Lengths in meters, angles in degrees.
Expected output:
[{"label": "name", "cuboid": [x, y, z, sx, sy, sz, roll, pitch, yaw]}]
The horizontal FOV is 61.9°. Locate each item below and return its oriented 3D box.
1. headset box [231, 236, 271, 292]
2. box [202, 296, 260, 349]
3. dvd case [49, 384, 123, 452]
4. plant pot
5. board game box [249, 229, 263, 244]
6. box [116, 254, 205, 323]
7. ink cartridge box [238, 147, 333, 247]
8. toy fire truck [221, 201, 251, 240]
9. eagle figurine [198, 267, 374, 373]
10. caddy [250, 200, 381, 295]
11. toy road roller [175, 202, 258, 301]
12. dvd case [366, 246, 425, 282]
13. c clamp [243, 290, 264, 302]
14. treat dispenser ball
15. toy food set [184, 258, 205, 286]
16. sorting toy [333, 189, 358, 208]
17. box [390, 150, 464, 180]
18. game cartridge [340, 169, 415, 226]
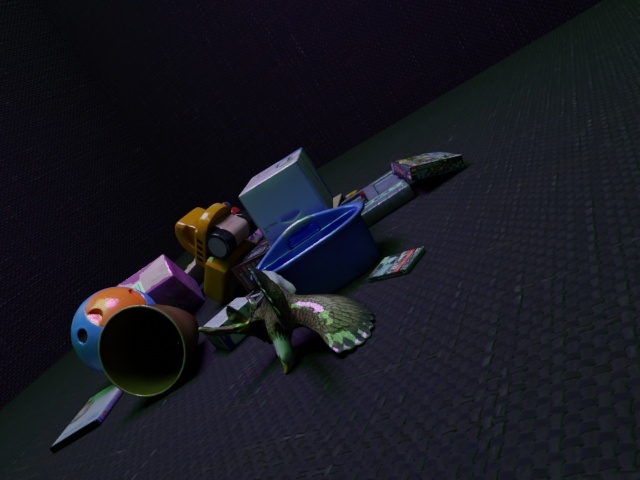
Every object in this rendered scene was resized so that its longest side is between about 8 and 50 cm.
[{"label": "headset box", "cuboid": [-0.139, 0.043, 1.763, 0.293, 0.110, 0.218, -25, 16, 37]}, {"label": "box", "cuboid": [-0.232, 0.220, 1.428, 0.137, 0.072, 0.126, -42, 14, -27]}, {"label": "dvd case", "cuboid": [-0.683, 0.513, 1.608, 0.180, 0.022, 0.253, -32, 13, 11]}, {"label": "plant pot", "cuboid": [-0.435, 0.277, 1.476, 0.237, 0.237, 0.254, -33, -3, 9]}, {"label": "board game box", "cuboid": [-0.196, -0.054, 2.240, 0.347, 0.056, 0.208, -47, -4, -45]}, {"label": "box", "cuboid": [-0.602, 0.204, 2.030, 0.213, 0.243, 0.117, -35, 56, -1]}, {"label": "ink cartridge box", "cuboid": [-0.091, -0.127, 1.580, 0.198, 0.197, 0.270, -30, 14, 9]}, {"label": "toy fire truck", "cuboid": [-0.392, -0.043, 2.384, 0.169, 0.254, 0.302, -44, 12, -37]}, {"label": "eagle figurine", "cuboid": [-0.063, 0.145, 1.044, 0.226, 0.225, 0.298, -32, -3, -41]}, {"label": "caddy", "cuboid": [-0.016, 0.028, 1.352, 0.341, 0.179, 0.241, -34, 13, 2]}, {"label": "toy road roller", "cuboid": [-0.368, 0.023, 1.860, 0.202, 0.240, 0.329, -49, -25, -50]}, {"label": "dvd case", "cuboid": [0.165, 0.054, 1.171, 0.119, 0.013, 0.087, -18, 20, 48]}, {"label": "c clamp", "cuboid": [-0.216, 0.183, 1.642, 0.137, 0.022, 0.161, -43, 15, -36]}, {"label": "treat dispenser ball", "cuboid": [-0.668, 0.296, 1.766, 0.288, 0.288, 0.288, -33, 13, 8]}, {"label": "toy food set", "cuboid": [-0.566, 0.136, 2.268, 0.306, 0.092, 0.220, -48, -13, -4]}, {"label": "sorting toy", "cuboid": [0.024, -0.131, 2.157, 0.307, 0.041, 0.229, -30, 13, 21]}, {"label": "box", "cuboid": [0.320, -0.231, 1.634, 0.159, 0.044, 0.233, -13, 13, -4]}, {"label": "game cartridge", "cuboid": [0.174, -0.134, 1.755, 0.230, 0.068, 0.355, -29, 13, 7]}]
